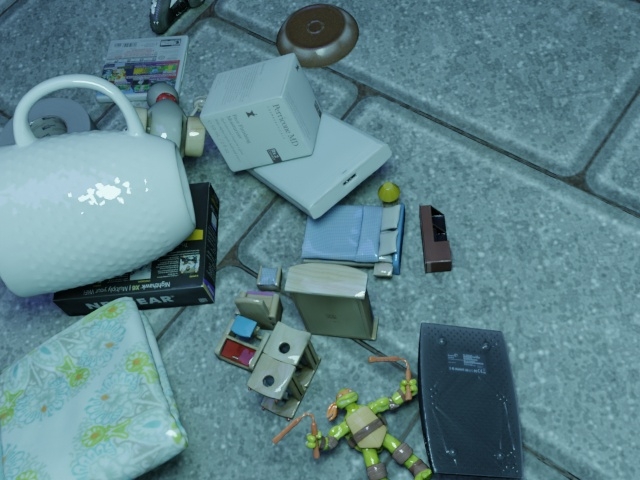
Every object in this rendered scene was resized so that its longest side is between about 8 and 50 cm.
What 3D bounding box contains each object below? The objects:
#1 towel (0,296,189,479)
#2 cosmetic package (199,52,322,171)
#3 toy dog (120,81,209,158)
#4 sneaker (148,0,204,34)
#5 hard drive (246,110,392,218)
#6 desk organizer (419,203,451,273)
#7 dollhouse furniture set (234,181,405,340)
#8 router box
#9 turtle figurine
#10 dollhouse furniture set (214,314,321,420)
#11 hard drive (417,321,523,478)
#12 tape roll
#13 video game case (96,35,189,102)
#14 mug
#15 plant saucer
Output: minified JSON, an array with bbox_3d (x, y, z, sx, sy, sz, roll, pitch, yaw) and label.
[{"bbox_3d":[-0.418,0.293,1.325,0.320,0.090,0.374,-32,42,-2],"label":"towel"},{"bbox_3d":[-0.115,-0.256,1.536,0.183,0.151,0.152,-10,44,22],"label":"cosmetic package"},{"bbox_3d":[-0.328,-0.220,1.615,0.220,0.161,0.334,16,21,3],"label":"toy dog"},{"bbox_3d":[-0.340,-0.602,1.886,0.106,0.078,0.234,12,62,19],"label":"sneaker"},{"bbox_3d":[-0.026,-0.174,1.553,0.203,0.040,0.307,-40,42,-12],"label":"hard drive"},{"bbox_3d":[0.220,-0.005,1.467,0.050,0.047,0.130,-5,60,5],"label":"desk organizer"},{"bbox_3d":[0.000,0.000,1.417,0.286,0.198,0.304,4,61,12],"label":"dollhouse furniture set"},{"bbox_3d":[-0.365,0.016,1.541,0.308,0.081,0.243,-5,60,7],"label":"router box"},{"bbox_3d":[0.073,0.334,1.279,0.269,0.087,0.217,-27,68,-18],"label":"turtle figurine"},{"bbox_3d":[-0.115,0.214,1.356,0.183,0.129,0.129,19,66,18],"label":"dollhouse furniture set"},{"bbox_3d":[0.241,0.267,1.272,0.171,0.054,0.255,7,58,-14],"label":"hard drive"},{"bbox_3d":[-0.609,-0.215,1.722,0.219,0.072,0.219,-5,61,9],"label":"tape roll"},{"bbox_3d":[-0.422,-0.410,1.826,0.201,0.023,0.184,-1,61,9],"label":"video game case"},{"bbox_3d":[-0.414,-0.109,1.371,0.327,0.374,0.276,-12,20,-5],"label":"mug"},{"bbox_3d":[-0.010,-0.490,1.788,0.198,0.036,0.199,-5,60,8],"label":"plant saucer"}]
